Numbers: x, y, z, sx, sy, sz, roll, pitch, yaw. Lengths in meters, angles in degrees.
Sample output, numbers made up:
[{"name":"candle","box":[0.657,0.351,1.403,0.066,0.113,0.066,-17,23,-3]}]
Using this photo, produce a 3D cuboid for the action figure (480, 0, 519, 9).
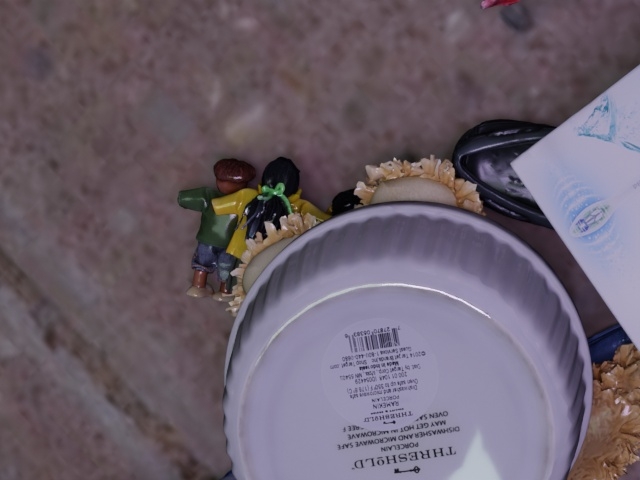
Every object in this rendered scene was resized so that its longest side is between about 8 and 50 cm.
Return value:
[{"name":"action figure","box":[0.240,-0.225,0.884,0.370,0.276,0.248,-34,93,4]}]

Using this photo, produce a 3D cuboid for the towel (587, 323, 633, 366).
[{"name":"towel","box":[0.221,0.070,1.040,0.119,0.029,0.067,-27,90,18]}]

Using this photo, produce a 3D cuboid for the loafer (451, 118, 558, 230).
[{"name":"loafer","box":[0.186,-0.026,1.012,0.223,0.078,0.076,12,100,14]}]

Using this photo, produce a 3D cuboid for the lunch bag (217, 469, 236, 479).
[{"name":"lunch bag","box":[-0.119,0.378,1.030,0.239,0.328,0.385,39,104,11]}]

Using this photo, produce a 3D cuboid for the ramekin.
[{"name":"ramekin","box":[0.043,0.089,0.913,0.207,0.109,0.207,2,102,7]}]

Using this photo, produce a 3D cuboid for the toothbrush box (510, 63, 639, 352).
[{"name":"toothbrush box","box":[0.283,-0.036,0.856,0.295,0.126,0.216,-37,73,18]}]

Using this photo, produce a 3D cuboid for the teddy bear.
[{"name":"teddy bear","box":[0.084,0.109,1.024,0.338,0.113,0.245,44,106,-4]}]

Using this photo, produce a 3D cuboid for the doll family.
[{"name":"doll family","box":[0.000,0.000,1.074,0.193,0.076,0.111,11,101,0]}]
